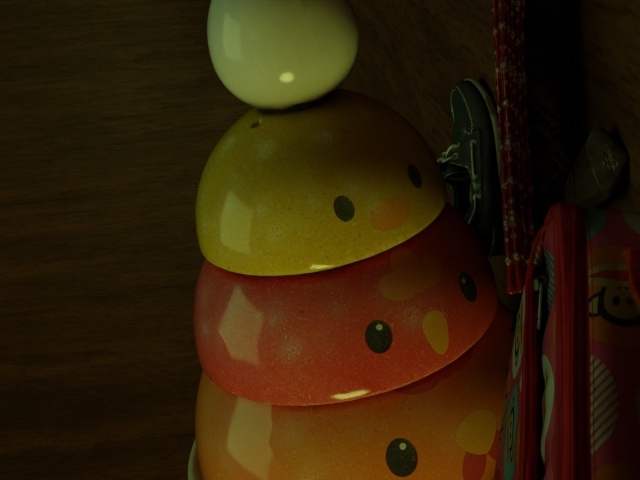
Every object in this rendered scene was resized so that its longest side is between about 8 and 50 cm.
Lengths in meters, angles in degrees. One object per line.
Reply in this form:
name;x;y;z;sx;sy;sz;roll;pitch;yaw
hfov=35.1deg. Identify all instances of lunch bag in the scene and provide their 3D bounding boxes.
lunch bag;0.173;0.131;0.598;0.258;0.120;0.293;87;-170;-60

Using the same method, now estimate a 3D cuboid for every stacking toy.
stacking toy;0.000;0.000;0.846;0.351;0.350;0.480;-109;3;-65

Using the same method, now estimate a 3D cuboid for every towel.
towel;0.169;-0.093;0.874;0.199;0.031;0.275;-27;-66;-78

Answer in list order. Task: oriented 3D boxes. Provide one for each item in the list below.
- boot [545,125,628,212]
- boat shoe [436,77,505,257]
boot;0.207;-0.020;0.776;0.114;0.037;0.106;116;146;-69
boat shoe;0.152;-0.079;1.053;0.075;0.065;0.206;99;165;-66
